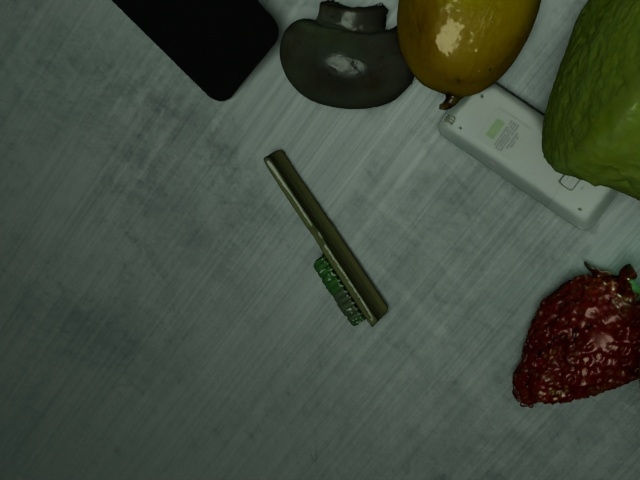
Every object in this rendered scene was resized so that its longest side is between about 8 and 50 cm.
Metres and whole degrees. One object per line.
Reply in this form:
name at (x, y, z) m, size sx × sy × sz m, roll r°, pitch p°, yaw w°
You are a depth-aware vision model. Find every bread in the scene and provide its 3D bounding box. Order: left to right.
bread at (0.447, -0.183, 1.219) m, size 0.308 × 0.348 × 0.348 m, roll 29°, pitch 107°, yaw -7°

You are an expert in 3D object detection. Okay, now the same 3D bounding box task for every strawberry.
strawberry at (0.344, 0.139, 1.417) m, size 0.228 × 0.098 × 0.174 m, roll -28°, pitch 94°, yaw 15°

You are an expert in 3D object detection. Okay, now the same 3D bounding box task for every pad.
pad at (-0.126, -0.377, 1.424) m, size 0.250 × 0.055 × 0.323 m, roll 45°, pitch 107°, yaw 0°

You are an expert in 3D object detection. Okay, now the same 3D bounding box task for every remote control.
remote control at (0.283, -0.119, 1.406) m, size 0.250 × 0.034 × 0.103 m, roll 34°, pitch 107°, yaw 4°

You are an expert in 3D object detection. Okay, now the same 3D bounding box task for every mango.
mango at (0.194, -0.321, 1.340) m, size 0.177 × 0.119 × 0.316 m, roll 20°, pitch 92°, yaw 4°

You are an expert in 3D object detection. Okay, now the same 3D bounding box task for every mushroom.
mushroom at (0.034, -0.240, 1.400) m, size 0.188 × 0.117 × 0.141 m, roll 6°, pitch 115°, yaw 6°

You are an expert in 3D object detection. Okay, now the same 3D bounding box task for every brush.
brush at (0.000, 0.000, 1.483) m, size 0.048 × 0.054 × 0.282 m, roll -30°, pitch 95°, yaw 29°
